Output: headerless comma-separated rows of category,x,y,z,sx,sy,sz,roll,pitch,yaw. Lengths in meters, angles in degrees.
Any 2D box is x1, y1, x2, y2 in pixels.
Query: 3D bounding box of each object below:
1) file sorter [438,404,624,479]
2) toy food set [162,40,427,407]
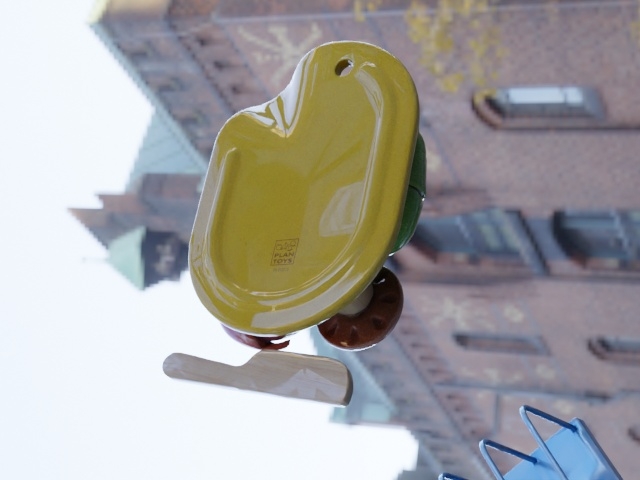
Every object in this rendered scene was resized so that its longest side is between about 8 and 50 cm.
file sorter,0.132,0.215,1.001,0.104,0.170,0.118,27,-155,-50
toy food set,0.000,0.000,0.757,0.071,0.128,0.218,45,-130,-48
